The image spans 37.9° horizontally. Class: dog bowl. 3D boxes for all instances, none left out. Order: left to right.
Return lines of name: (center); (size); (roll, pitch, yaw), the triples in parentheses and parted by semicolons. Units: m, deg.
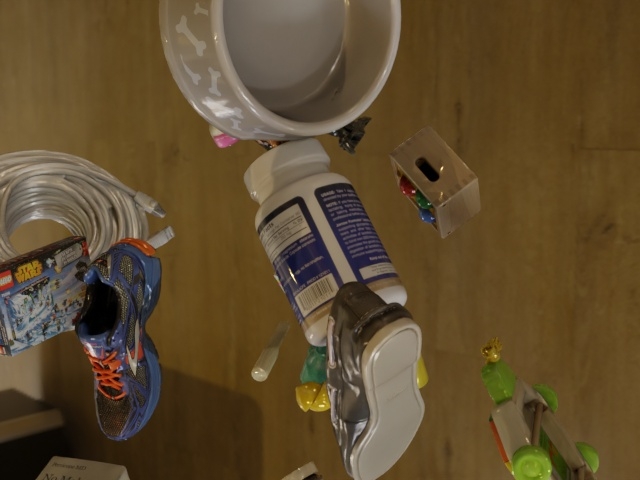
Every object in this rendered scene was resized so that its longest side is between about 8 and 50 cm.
dog bowl: (-0.036, -0.296, 1.240); (0.102, 0.348, 0.349); (14, 105, 51)

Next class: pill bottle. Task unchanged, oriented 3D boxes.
pill bottle: (0.000, 0.000, 1.301); (0.153, 0.153, 0.265); (-39, 69, 40)

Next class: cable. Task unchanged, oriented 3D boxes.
cable: (-0.357, -0.004, 1.218); (0.257, 0.257, 0.089); (38, 142, 5)

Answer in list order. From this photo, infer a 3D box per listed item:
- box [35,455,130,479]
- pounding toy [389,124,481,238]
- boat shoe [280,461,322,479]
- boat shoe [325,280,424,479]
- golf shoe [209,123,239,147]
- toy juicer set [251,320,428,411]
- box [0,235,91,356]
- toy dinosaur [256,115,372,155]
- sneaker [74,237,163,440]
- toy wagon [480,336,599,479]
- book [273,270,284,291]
box: (-0.315, 0.375, 1.044); (0.113, 0.275, 0.094); (2, 123, 18)
pounding toy: (0.176, -0.095, 1.559); (0.094, 0.206, 0.181); (-36, 65, -4)
boat shoe: (-0.081, 0.528, 1.730); (0.097, 0.116, 0.324); (53, 129, 18)
boat shoe: (0.061, 0.178, 1.147); (0.095, 0.112, 0.335); (48, 153, 34)
golf shoe: (-0.130, -0.269, 1.447); (0.115, 0.140, 0.306); (-21, 36, 30)
toy juicer set: (0.007, 0.242, 1.639); (0.328, 0.209, 0.090); (8, 119, 34)
box: (-0.304, 0.058, 1.020); (0.027, 0.137, 0.094); (1, 106, 31)
toy dinosaur: (-0.056, -0.181, 1.564); (0.218, 0.322, 0.164); (34, 126, -8)
sneaker: (-0.225, 0.110, 0.998); (0.083, 0.087, 0.221); (4, 100, 26)
toy wagon: (0.331, 0.304, 1.404); (0.068, 0.267, 0.344); (-35, 91, 20)
book: (-0.031, 0.047, 1.501); (0.035, 0.144, 0.096); (18, 70, 21)
